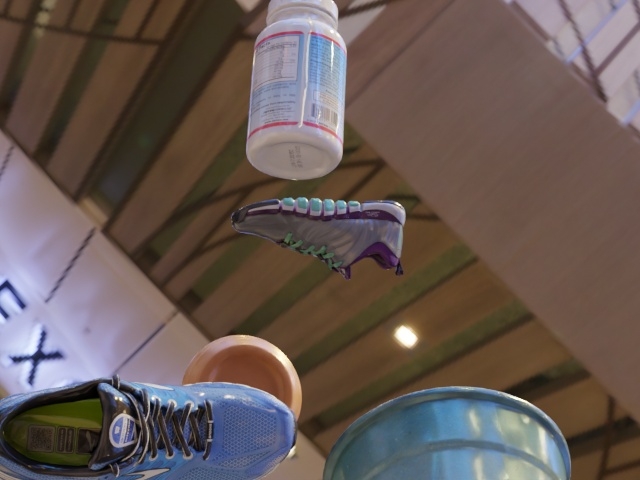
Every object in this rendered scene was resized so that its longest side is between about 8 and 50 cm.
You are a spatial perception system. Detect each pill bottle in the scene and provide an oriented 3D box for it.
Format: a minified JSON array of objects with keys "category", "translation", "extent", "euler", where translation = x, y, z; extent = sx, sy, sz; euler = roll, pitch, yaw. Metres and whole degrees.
[{"category":"pill bottle","translation":[-0.020,-0.143,1.049],"extent":[0.087,0.160,0.087],"euler":[3,-24,1]}]

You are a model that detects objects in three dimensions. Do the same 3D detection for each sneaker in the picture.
[{"category":"sneaker","translation":[0.000,0.000,1.459],"extent":[0.223,0.098,0.083],"euler":[0,-11,-8]},{"category":"sneaker","translation":[-0.183,0.204,1.172],"extent":[0.147,0.330,0.130],"euler":[136,-49,-74]}]

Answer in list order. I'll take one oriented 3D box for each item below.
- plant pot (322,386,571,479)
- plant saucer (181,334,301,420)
[{"category":"plant pot","translation":[0.177,0.419,1.448],"extent":[0.341,0.334,0.341],"euler":[-1,-56,-1]},{"category":"plant saucer","translation":[-0.123,0.247,1.859],"extent":[0.200,0.200,0.037],"euler":[44,-25,0]}]
